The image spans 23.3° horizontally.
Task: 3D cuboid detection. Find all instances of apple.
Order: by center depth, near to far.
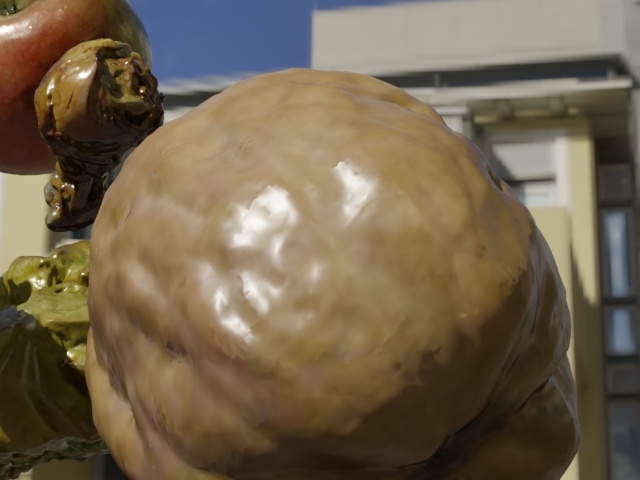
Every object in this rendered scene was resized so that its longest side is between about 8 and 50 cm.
[{"bbox_3d":[-0.398,-0.251,2.177,0.319,0.319,0.277,-4,-53,14],"label":"apple"}]

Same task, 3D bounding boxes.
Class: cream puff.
[{"bbox_3d":[-0.233,0.111,1.628,0.323,0.274,0.270,0,-32,-18],"label":"cream puff"}]

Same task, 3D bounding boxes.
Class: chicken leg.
[{"bbox_3d":[-0.193,-0.080,1.286,0.107,0.087,0.251,-6,-24,-20],"label":"chicken leg"}]

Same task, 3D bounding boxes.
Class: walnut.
[{"bbox_3d":[-0.003,0.047,0.960,0.306,0.306,0.344,17,11,-40],"label":"walnut"}]
